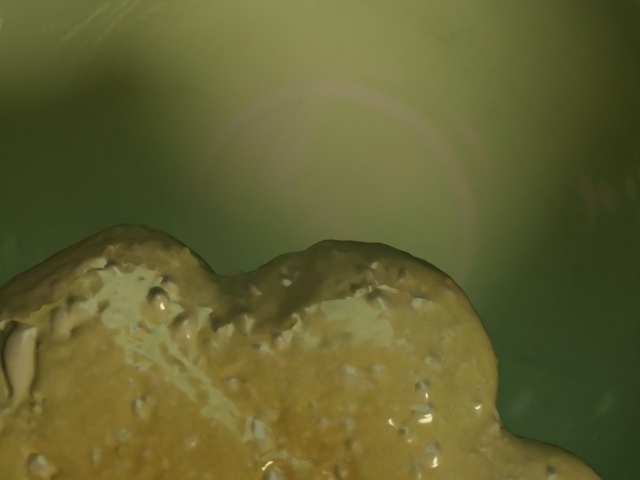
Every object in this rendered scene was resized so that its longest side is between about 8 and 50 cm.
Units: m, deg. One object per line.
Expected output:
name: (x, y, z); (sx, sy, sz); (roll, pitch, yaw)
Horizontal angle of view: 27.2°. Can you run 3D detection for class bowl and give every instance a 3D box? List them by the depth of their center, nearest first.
bowl: (0.000, 0.000, 0.556); (0.353, 0.354, 0.185); (9, 3, 6)

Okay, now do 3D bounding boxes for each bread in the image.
bread: (-0.044, 0.143, 0.439); (0.316, 0.054, 0.316); (0, 86, 7)
